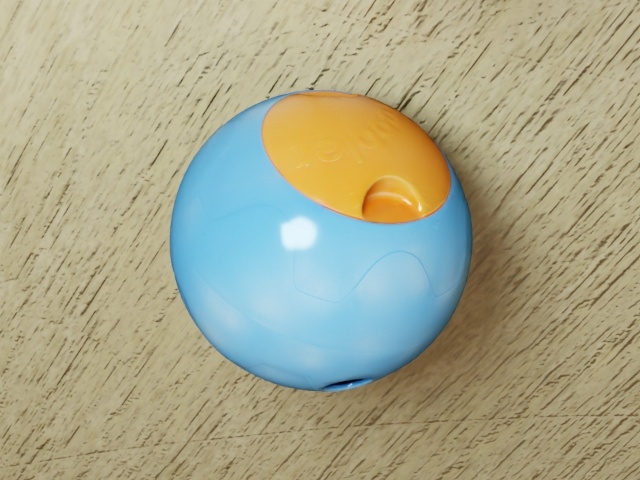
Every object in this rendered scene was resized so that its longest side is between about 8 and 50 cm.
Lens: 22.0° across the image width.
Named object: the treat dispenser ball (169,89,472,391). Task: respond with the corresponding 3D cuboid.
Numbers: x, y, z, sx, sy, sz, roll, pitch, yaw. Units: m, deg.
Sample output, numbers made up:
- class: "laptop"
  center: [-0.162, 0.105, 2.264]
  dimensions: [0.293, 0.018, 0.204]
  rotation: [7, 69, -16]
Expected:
- class: "treat dispenser ball"
  center: [0.000, 0.000, 1.567]
  dimensions: [0.288, 0.288, 0.288]
  rotation: [2, 132, 2]
